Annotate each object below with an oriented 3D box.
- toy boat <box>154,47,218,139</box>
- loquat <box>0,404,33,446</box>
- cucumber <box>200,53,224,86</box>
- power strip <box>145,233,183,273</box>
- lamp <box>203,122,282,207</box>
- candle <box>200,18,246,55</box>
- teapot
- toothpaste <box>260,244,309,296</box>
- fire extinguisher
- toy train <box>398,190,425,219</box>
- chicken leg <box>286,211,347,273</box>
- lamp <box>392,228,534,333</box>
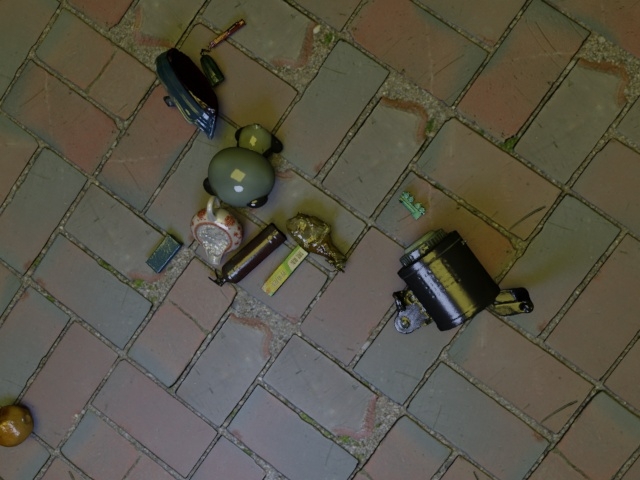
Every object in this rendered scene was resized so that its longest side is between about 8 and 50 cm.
[{"bbox_3d":[-0.404,-0.434,1.641,0.142,0.129,0.309,-40,82,40],"label":"toy boat"},{"bbox_3d":[-0.986,0.591,1.744,0.137,0.113,0.137,3,117,5],"label":"loquat"},{"bbox_3d":[-0.331,-0.519,1.659,0.048,0.048,0.105,-29,88,7],"label":"cucumber"},{"bbox_3d":[-0.485,0.042,1.701,0.056,0.032,0.123,41,96,5],"label":"power strip"},{"bbox_3d":[-0.220,-0.215,1.599,0.197,0.198,0.244,17,71,6],"label":"lamp"},{"bbox_3d":[-0.300,-0.617,1.665,0.167,0.026,0.021,-33,83,7],"label":"candle"},{"bbox_3d":[-0.306,-0.040,1.615,0.159,0.246,0.116,17,52,19],"label":"teapot"},{"bbox_3d":[-0.107,0.091,1.653,0.043,0.037,0.178,42,96,6],"label":"toothpaste"},{"bbox_3d":[-0.225,0.051,1.653,0.267,0.072,0.089,-41,59,7],"label":"fire extinguisher"},{"bbox_3d":[0.269,-0.104,1.607,0.092,0.029,0.045,45,112,8],"label":"toy train"},{"bbox_3d":[0.000,0.000,1.614,0.227,0.088,0.103,38,80,6],"label":"chicken leg"},{"bbox_3d":[0.355,0.098,1.509,0.373,0.205,0.272,-17,93,18],"label":"lamp"}]
